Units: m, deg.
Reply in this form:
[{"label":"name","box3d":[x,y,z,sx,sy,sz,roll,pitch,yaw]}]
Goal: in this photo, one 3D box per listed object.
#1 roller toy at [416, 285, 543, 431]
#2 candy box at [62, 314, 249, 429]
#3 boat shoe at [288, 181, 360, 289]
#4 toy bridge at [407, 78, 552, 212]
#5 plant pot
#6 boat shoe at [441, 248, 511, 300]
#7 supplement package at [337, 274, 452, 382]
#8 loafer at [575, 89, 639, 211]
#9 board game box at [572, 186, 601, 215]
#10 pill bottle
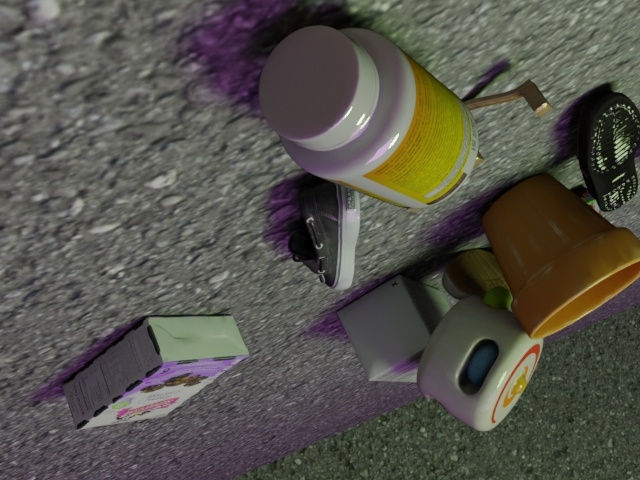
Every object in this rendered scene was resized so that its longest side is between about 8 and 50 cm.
[{"label":"roller toy","box3d":[0.259,0.199,1.190,0.191,0.146,0.209,-37,144,-35]},{"label":"candy box","box3d":[-0.225,0.180,1.030,0.196,0.070,0.165,-38,157,27]},{"label":"boat shoe","box3d":[0.000,0.000,0.864,0.076,0.080,0.228,-5,160,-5]},{"label":"toy bridge","box3d":[0.148,-0.105,0.788,0.188,0.063,0.026,-38,156,27]},{"label":"plant pot","box3d":[0.342,0.012,1.104,0.205,0.188,0.205,-26,157,-12]},{"label":"boat shoe","box3d":[0.299,0.074,1.344,0.277,0.098,0.096,-6,151,-44]},{"label":"supplement package","box3d":[0.158,0.164,1.340,0.134,0.139,0.244,-33,156,18]},{"label":"loafer","box3d":[0.368,-0.122,0.993,0.080,0.078,0.220,-30,142,-1]},{"label":"board game box","box3d":[0.407,0.012,1.269,0.141,0.048,0.170,-22,122,-7]},{"label":"pill bottle","box3d":[0.043,-0.098,0.612,0.117,0.117,0.215,-34,158,22]}]
